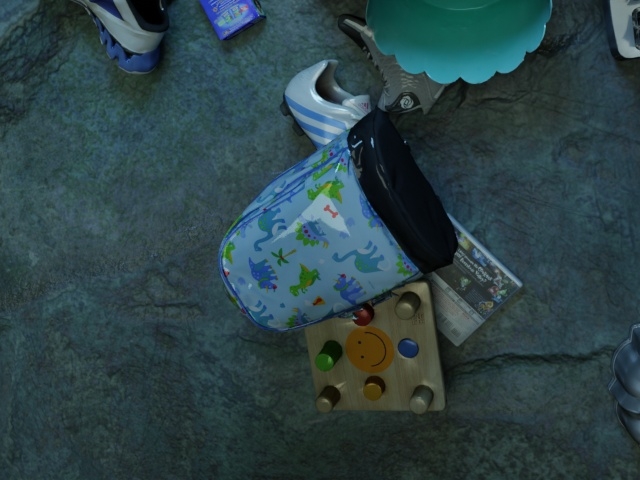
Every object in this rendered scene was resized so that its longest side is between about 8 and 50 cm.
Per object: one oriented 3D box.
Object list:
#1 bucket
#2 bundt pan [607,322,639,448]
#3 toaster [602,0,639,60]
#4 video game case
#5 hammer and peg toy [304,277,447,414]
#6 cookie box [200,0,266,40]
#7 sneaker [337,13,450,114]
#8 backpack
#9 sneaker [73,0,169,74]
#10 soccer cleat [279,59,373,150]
[{"bbox_3d":[0.217,-0.400,1.205,0.281,0.183,0.281,8,144,6],"label":"bucket"},{"bbox_3d":[0.666,0.267,1.315,0.331,0.124,0.331,3,102,14],"label":"bundt pan"},{"bbox_3d":[0.527,-0.377,1.218,0.185,0.110,0.168,-7,99,17],"label":"toaster"},{"bbox_3d":[0.246,0.074,1.442,0.190,0.022,0.173,44,110,4],"label":"video game case"},{"bbox_3d":[0.092,0.146,1.426,0.266,0.127,0.361,-4,104,21],"label":"hammer and peg toy"},{"bbox_3d":[-0.167,-0.439,1.432,0.092,0.040,0.107,-26,95,19],"label":"cookie box"},{"bbox_3d":[0.108,-0.295,1.367,0.228,0.086,0.132,32,111,6],"label":"sneaker"},{"bbox_3d":[0.000,0.000,1.279,0.355,0.273,0.290,-20,110,31],"label":"backpack"},{"bbox_3d":[-0.375,-0.475,1.406,0.315,0.127,0.182,49,139,-6],"label":"sneaker"},{"bbox_3d":[0.061,-0.171,1.381,0.143,0.116,0.331,-37,89,34],"label":"soccer cleat"}]
